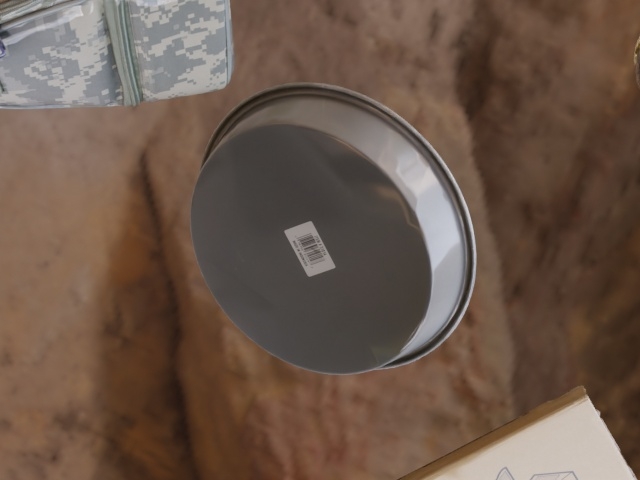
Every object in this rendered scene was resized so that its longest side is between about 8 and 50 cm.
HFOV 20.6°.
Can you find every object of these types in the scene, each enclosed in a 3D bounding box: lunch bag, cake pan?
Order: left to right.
[{"bbox_3d":[-0.218,-0.264,1.516,0.212,0.256,0.305,86,-6,-64],"label":"lunch bag"},{"bbox_3d":[0.000,0.000,1.620,0.054,0.293,0.293,-41,149,-52],"label":"cake pan"}]

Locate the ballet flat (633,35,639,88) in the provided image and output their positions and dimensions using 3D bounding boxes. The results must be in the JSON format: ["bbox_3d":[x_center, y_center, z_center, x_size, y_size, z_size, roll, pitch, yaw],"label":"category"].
[{"bbox_3d":[0.259,-0.187,1.161,0.084,0.058,0.250,-31,157,-27],"label":"ballet flat"}]

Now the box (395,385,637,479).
[{"bbox_3d":[0.166,0.226,1.484,0.164,0.201,0.021,57,9,-31],"label":"box"}]
